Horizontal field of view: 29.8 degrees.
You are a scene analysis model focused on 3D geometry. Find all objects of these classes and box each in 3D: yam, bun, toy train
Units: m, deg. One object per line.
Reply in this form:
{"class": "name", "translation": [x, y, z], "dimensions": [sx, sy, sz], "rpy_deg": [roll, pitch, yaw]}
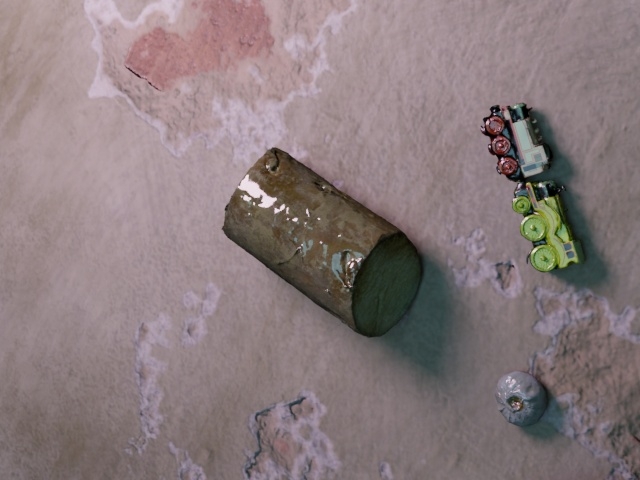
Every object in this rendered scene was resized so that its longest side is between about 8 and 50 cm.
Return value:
{"class": "yam", "translation": [0.000, 0.000, 1.785], "dimensions": [0.304, 0.168, 0.168], "rpy_deg": [35, 111, 20]}
{"class": "bun", "translation": [0.288, 0.229, 1.735], "dimensions": [0.083, 0.045, 0.083], "rpy_deg": [7, 103, 30]}
{"class": "toy train", "translation": [0.297, -0.076, 1.684], "dimensions": [0.085, 0.053, 0.249], "rpy_deg": [-20, 88, 20]}
